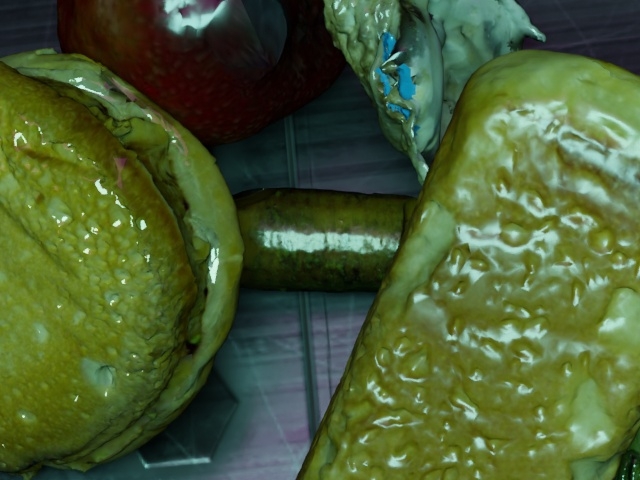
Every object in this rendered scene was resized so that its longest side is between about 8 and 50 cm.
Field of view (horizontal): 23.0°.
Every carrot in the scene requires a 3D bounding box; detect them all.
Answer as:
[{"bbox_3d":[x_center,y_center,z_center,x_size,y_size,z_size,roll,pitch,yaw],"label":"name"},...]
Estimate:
[{"bbox_3d":[0.000,0.000,1.179,0.173,0.082,0.082,0,70,8],"label":"carrot"}]

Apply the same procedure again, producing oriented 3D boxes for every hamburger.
[{"bbox_3d":[-0.205,0.024,1.106,0.290,0.170,0.314,43,117,10],"label":"hamburger"}]

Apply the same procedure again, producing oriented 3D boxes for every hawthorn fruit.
[{"bbox_3d":[-0.105,-0.166,1.191,0.210,0.266,0.230,56,41,-15],"label":"hawthorn fruit"}]

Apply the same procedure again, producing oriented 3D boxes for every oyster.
[{"bbox_3d":[0.098,-0.089,1.159,0.083,0.214,0.222,-14,75,41],"label":"oyster"}]

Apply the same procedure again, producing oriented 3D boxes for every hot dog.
[{"bbox_3d":[0.121,0.071,1.020,0.185,0.223,0.405,25,106,6],"label":"hot dog"}]

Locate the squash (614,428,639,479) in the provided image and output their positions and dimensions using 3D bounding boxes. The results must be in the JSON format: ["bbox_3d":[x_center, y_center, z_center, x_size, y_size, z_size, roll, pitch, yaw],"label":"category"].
[{"bbox_3d":[0.274,0.058,1.130,0.095,0.094,0.340,13,69,10],"label":"squash"}]
